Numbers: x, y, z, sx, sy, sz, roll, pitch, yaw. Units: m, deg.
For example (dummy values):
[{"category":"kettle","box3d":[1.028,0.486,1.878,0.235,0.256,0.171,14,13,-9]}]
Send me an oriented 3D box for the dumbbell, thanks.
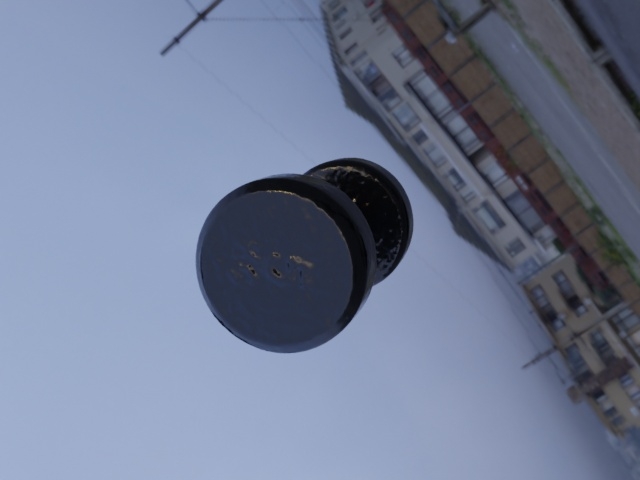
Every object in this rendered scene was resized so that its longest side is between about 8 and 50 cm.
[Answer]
[{"category":"dumbbell","box3d":[0.000,0.000,0.522,0.100,0.100,0.191,53,-163,1]}]
